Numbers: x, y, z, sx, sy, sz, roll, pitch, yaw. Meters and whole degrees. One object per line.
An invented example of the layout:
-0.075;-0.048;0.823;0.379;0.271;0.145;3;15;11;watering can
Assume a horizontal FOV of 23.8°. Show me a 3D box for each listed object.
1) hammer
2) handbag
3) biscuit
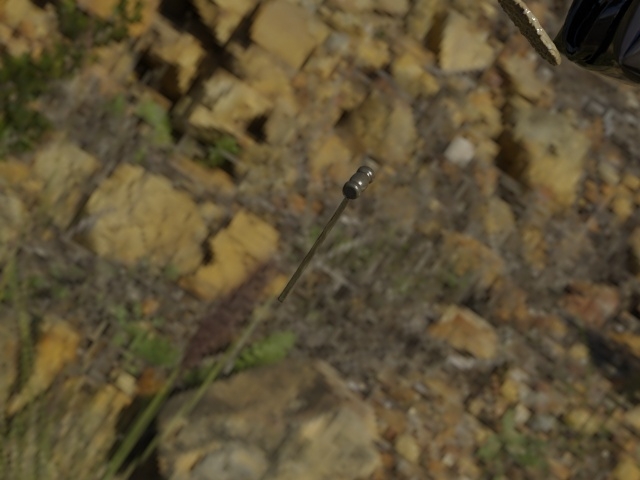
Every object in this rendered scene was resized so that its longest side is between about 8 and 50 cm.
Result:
0.000;0.000;2.239;0.029;0.292;0.058;38;42;5;hammer
0.403;-0.316;1.868;0.113;0.257;0.285;24;7;-14;handbag
0.216;-0.232;1.609;0.120;0.015;0.120;52;4;-6;biscuit
